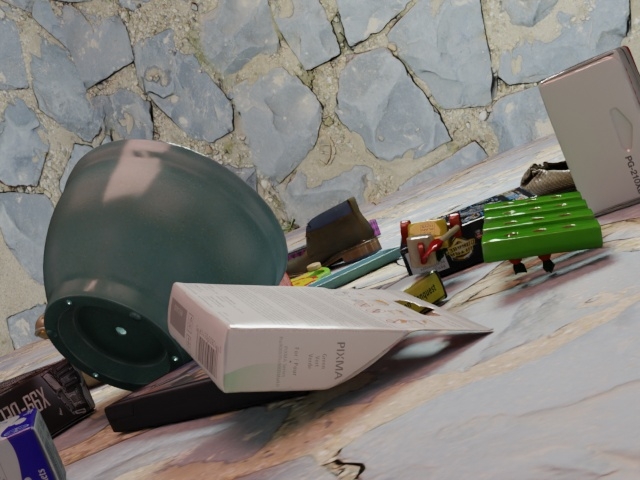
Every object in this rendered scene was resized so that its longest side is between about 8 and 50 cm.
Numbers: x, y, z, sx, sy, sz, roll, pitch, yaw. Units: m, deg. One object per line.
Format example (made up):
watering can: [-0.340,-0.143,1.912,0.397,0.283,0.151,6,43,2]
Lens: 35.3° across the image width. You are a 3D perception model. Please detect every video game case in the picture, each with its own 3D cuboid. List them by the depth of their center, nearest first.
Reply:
video game case: [-0.044,0.111,1.015,0.274,0.035,0.248,-19,5,40]
video game case: [-0.007,0.022,1.961,0.210,0.042,0.232,-22,1,18]

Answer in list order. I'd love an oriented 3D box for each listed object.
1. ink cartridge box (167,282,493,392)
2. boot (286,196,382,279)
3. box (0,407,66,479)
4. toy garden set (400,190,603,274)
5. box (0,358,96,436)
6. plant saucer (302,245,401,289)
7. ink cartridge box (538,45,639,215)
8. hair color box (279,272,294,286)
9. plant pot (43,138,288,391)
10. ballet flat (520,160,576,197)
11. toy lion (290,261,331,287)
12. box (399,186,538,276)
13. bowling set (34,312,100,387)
ink cartridge box: [0.001,0.077,0.840,0.224,0.056,0.181,4,7,-22]
boot: [0.000,0.000,1.786,0.219,0.106,0.082,-20,4,30]
box: [-0.286,0.203,0.826,0.137,0.072,0.126,-24,3,-14]
toy garden set: [0.178,0.003,1.038,0.203,0.049,0.244,-8,9,12]
box: [-0.459,0.245,1.187,0.307,0.077,0.242,-20,4,27]
plant saucer: [0.036,0.053,1.513,0.192,0.018,0.067,-23,3,-23]
ink cartridge box: [0.356,-0.141,1.239,0.100,0.172,0.237,-21,4,23]
hair color box: [-0.093,0.084,1.428,0.093,0.053,0.167,-29,5,7]
plant pot: [-0.207,0.054,1.189,0.293,0.293,0.196,-19,34,37]
ballet flat: [0.396,-0.111,1.462,0.249,0.058,0.084,-18,6,45]
toy lion: [-0.025,0.068,1.583,0.100,0.034,0.096,-23,11,-21]
box: [0.189,-0.010,1.270,0.175,0.051,0.220,-22,4,7]
bowling set: [-0.378,0.126,1.586,0.154,0.200,0.287,-23,0,7]
